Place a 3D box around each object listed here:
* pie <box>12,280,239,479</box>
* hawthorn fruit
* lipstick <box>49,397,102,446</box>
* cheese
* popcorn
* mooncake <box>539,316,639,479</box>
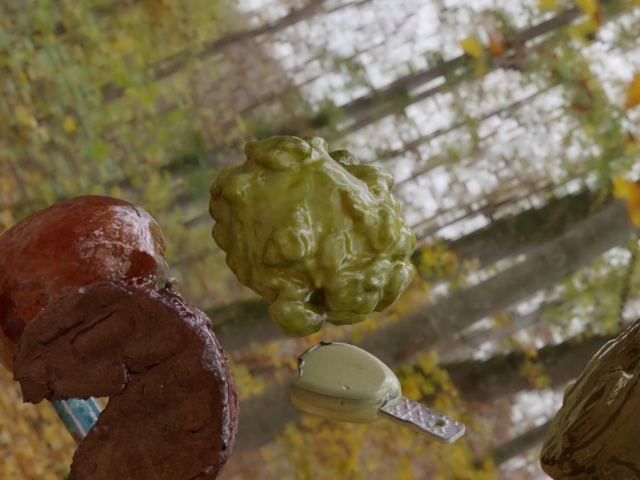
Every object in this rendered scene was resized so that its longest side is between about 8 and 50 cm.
[{"bbox_3d":[-0.170,0.143,1.349,0.054,0.204,0.219,-15,90,-72],"label":"pie"},{"bbox_3d":[-0.307,0.072,1.982,0.284,0.284,0.284,60,-12,22],"label":"hawthorn fruit"},{"bbox_3d":[-0.272,0.213,1.757,0.158,0.048,0.048,58,-12,0],"label":"lipstick"},{"bbox_3d":[0.068,0.196,1.858,0.255,0.127,0.050,21,-54,41],"label":"cheese"},{"bbox_3d":[0.000,0.000,1.853,0.250,0.241,0.235,62,-33,27],"label":"popcorn"},{"bbox_3d":[0.311,0.171,1.505,0.117,0.235,0.235,41,-11,-4],"label":"mooncake"}]
